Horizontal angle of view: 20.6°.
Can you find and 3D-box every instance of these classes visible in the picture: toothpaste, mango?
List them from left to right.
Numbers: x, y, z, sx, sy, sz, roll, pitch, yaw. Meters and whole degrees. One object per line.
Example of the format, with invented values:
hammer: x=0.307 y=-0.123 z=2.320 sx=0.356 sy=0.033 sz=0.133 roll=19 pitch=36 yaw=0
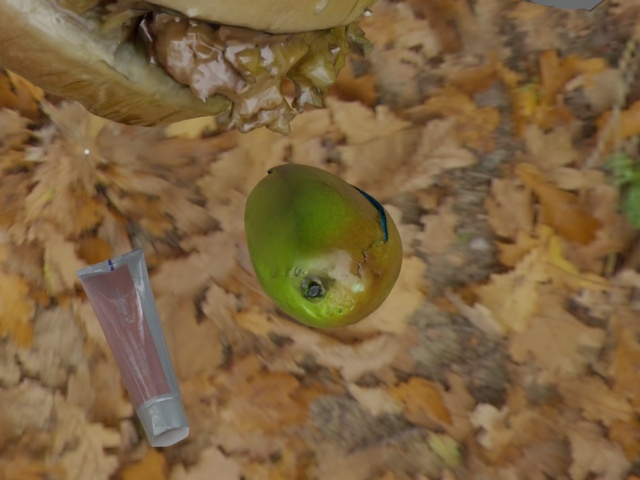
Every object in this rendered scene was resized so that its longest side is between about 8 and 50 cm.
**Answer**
toothpaste: x=-0.170 y=0.099 z=1.640 sx=0.067 sy=0.043 sz=0.194 roll=-20 pitch=63 yaw=-4
mango: x=0.000 y=0.000 z=1.475 sx=0.125 sy=0.233 sz=0.111 roll=32 pitch=101 yaw=-17

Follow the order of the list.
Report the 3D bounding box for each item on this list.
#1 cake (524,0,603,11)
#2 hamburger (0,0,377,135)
cake: x=0.176 y=-0.295 z=1.379 sx=0.185 sy=0.178 sz=0.208 roll=-9 pitch=110 yaw=1
hamburger: x=-0.062 y=-0.227 z=1.272 sx=0.268 sy=0.445 sz=0.287 roll=-26 pitch=105 yaw=33
